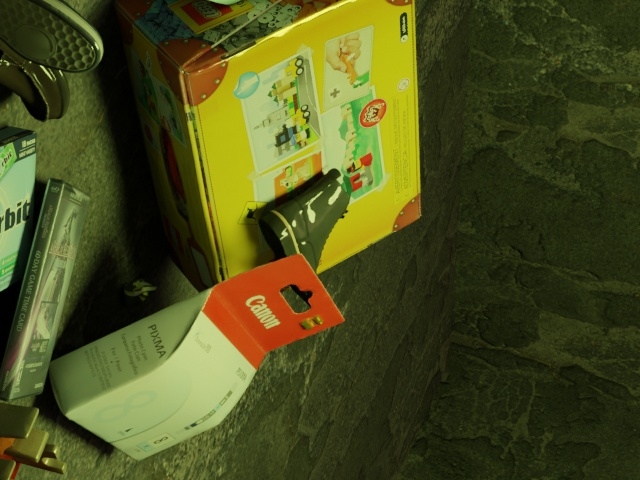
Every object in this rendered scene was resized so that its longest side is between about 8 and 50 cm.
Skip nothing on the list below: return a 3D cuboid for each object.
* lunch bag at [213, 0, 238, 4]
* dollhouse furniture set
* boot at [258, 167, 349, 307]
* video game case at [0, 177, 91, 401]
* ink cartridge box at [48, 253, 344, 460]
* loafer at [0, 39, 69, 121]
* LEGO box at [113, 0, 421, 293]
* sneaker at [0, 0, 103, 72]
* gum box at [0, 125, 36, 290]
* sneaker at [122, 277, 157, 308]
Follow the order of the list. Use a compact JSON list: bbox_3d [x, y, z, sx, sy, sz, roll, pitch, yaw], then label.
[{"bbox_3d":[-0.159,-0.385,1.740,0.223,0.262,0.160,-10,112,-73],"label":"lunch bag"},{"bbox_3d":[-0.416,0.351,1.695,0.262,0.135,0.259,85,18,-51],"label":"dollhouse furniture set"},{"bbox_3d":[0.000,0.000,2.045,0.137,0.077,0.198,-39,144,-16],"label":"boot"},{"bbox_3d":[-0.349,0.064,1.770,0.196,0.026,0.274,88,16,-87],"label":"video game case"},{"bbox_3d":[-0.157,0.177,2.009,0.308,0.385,0.091,60,8,-65],"label":"ink cartridge box"},{"bbox_3d":[-0.357,-0.210,1.576,0.078,0.080,0.220,-45,140,-21],"label":"loafer"},{"bbox_3d":[-0.058,-0.174,2.043,0.373,0.193,0.500,-28,140,-20],"label":"LEGO box"},{"bbox_3d":[-0.303,-0.278,1.448,0.086,0.226,0.163,-56,-174,44],"label":"sneaker"},{"bbox_3d":[-0.390,-0.027,1.630,0.157,0.041,0.184,-41,141,-64],"label":"gum box"},{"bbox_3d":[-0.276,0.080,2.101,0.083,0.031,0.035,-13,128,-67],"label":"sneaker"}]
